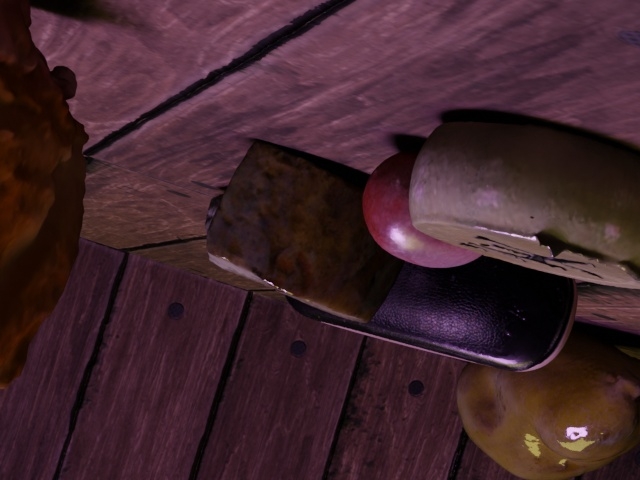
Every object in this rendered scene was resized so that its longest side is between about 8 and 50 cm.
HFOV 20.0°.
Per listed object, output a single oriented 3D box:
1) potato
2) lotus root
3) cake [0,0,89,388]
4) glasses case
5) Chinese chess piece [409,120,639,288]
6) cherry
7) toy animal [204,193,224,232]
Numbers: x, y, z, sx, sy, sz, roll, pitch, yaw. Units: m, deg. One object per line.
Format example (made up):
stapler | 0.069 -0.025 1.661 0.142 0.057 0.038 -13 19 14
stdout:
potato | 0.312 0.207 2.318 0.218 0.202 0.351 7 171 -24
lotus root | 0.000 0.000 1.659 0.138 0.119 0.235 20 175 29
cake | -0.335 -0.072 1.153 0.306 0.293 0.314 20 171 19
glasses case | 0.102 0.046 1.783 0.314 0.122 0.075 12 168 31
Chinese chess piece | 0.153 -0.021 1.230 0.188 0.083 0.188 14 174 1
cherry | 0.085 -0.022 1.379 0.106 0.087 0.126 20 172 7
toy animal | -0.093 -0.019 2.012 0.079 0.070 0.253 35 172 -15
